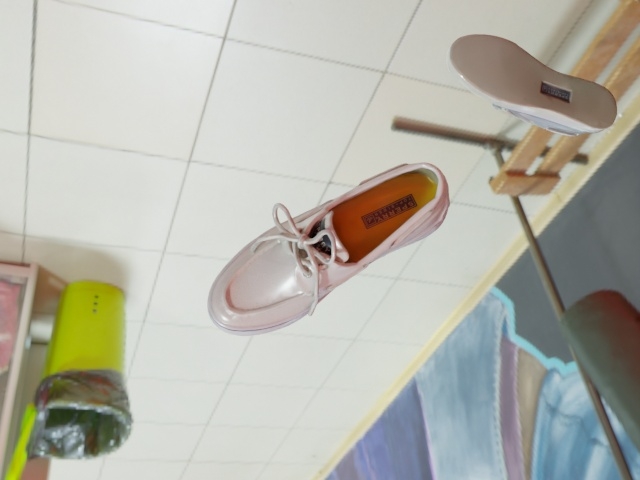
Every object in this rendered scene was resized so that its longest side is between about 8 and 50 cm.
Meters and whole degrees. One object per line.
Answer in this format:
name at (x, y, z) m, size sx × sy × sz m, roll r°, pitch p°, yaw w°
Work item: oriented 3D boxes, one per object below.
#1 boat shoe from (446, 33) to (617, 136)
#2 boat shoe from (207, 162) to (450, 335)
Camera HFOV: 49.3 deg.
boat shoe at (0.253, -0.183, 0.874) m, size 0.227 × 0.079 × 0.081 m, roll 20°, pitch 168°, yaw -9°
boat shoe at (0.005, 0.007, 0.902) m, size 0.367 × 0.136 × 0.156 m, roll -27°, pitch 166°, yaw 2°
